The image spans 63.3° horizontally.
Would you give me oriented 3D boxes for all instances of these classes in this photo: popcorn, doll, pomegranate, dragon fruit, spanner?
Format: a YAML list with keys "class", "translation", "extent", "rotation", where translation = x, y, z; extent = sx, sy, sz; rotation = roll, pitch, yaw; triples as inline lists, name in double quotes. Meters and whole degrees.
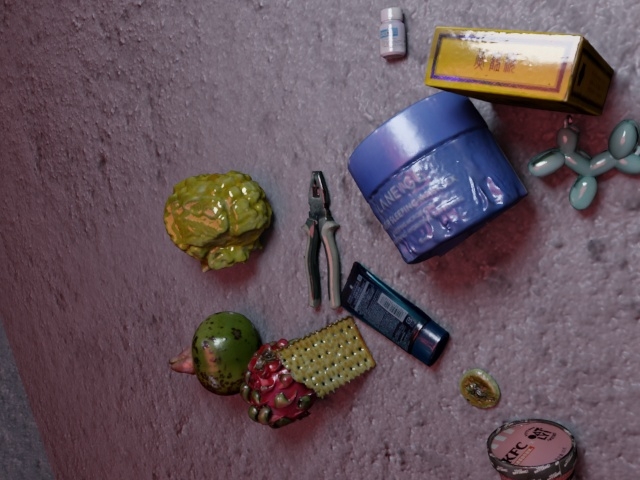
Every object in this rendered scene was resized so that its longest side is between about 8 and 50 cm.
- class: "popcorn"
  translation: [-0.256, -0.057, 1.288]
  extent: [0.258, 0.224, 0.270]
  rotation: [43, 114, 14]
- class: "doll"
  translation: [0.446, -0.132, 0.850]
  extent: [0.159, 0.059, 0.158]
  rotation: [35, 117, 7]
- class: "pomegranate"
  translation: [-0.275, 0.303, 1.350]
  extent: [0.248, 0.214, 0.214]
  rotation: [-15, 89, 5]
- class: "dragon fruit"
  translation: [-0.099, 0.352, 1.247]
  extent: [0.198, 0.218, 0.272]
  rotation: [26, 125, -13]
- class: "spanner"
  translation: [0.000, 0.000, 1.216]
  extent: [0.096, 0.040, 0.324]
  rotation: [0, 96, 36]

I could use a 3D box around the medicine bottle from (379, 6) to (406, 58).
- class: "medicine bottle"
  translation: [0.143, -0.412, 1.034]
  extent: [0.052, 0.052, 0.089]
  rotation: [2, 99, 36]

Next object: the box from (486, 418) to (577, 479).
- class: "box"
  translation: [0.393, 0.422, 0.941]
  extent: [0.151, 0.151, 0.135]
  rotation: [-11, 99, 37]

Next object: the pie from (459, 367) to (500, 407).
- class: "pie"
  translation: [0.320, 0.300, 1.048]
  extent: [0.084, 0.021, 0.084]
  rotation: [7, 101, 36]

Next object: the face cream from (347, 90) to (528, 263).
- class: "face cream"
  translation: [0.206, -0.103, 0.919]
  extent: [0.249, 0.249, 0.225]
  rotation: [-38, 77, 34]

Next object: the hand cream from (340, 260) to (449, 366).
- class: "hand cream"
  translation: [0.149, 0.160, 1.131]
  extent: [0.271, 0.061, 0.120]
  rotation: [34, 115, 33]

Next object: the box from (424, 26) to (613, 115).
- class: "box"
  translation: [0.310, -0.248, 0.783]
  extent: [0.193, 0.302, 0.083]
  rotation: [17, 107, 32]

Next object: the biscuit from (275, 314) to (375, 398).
- class: "biscuit"
  translation: [0.018, 0.264, 1.163]
  extent: [0.144, 0.203, 0.016]
  rotation: [62, 153, 9]
